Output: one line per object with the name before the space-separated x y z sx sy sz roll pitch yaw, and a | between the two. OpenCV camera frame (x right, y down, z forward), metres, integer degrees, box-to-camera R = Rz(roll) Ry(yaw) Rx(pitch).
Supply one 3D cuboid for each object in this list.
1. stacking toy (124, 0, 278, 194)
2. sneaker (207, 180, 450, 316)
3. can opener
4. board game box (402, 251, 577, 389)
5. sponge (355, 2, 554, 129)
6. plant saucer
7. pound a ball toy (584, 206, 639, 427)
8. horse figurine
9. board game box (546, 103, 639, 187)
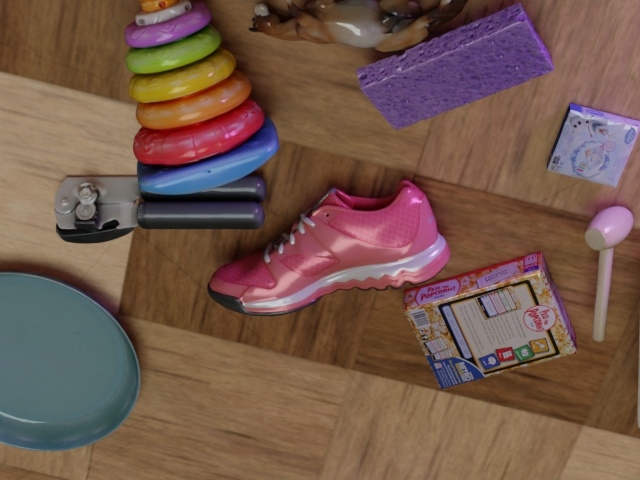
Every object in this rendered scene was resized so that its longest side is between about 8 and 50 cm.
stacking toy | -0.171 -0.219 1.730 0.175 0.166 0.301 -17 111 0
sneaker | 0.000 0.000 1.887 0.314 0.116 0.136 -13 112 7
can opener | -0.207 -0.045 1.899 0.280 0.074 0.093 -2 158 10
board game box | 0.225 0.109 1.957 0.193 0.045 0.146 -16 121 17
sponge | 0.159 -0.200 1.732 0.210 0.031 0.117 -21 149 18
plant saucer | -0.405 0.163 2.068 0.318 0.043 0.317 3 125 4
pound a ball toy | 0.456 0.099 1.894 0.208 0.136 0.319 19 135 32
horse figurine | 0.052 -0.262 1.686 0.263 0.066 0.174 -2 163 -5
board game box | 0.333 -0.116 1.807 0.090 0.020 0.090 15 124 -3
